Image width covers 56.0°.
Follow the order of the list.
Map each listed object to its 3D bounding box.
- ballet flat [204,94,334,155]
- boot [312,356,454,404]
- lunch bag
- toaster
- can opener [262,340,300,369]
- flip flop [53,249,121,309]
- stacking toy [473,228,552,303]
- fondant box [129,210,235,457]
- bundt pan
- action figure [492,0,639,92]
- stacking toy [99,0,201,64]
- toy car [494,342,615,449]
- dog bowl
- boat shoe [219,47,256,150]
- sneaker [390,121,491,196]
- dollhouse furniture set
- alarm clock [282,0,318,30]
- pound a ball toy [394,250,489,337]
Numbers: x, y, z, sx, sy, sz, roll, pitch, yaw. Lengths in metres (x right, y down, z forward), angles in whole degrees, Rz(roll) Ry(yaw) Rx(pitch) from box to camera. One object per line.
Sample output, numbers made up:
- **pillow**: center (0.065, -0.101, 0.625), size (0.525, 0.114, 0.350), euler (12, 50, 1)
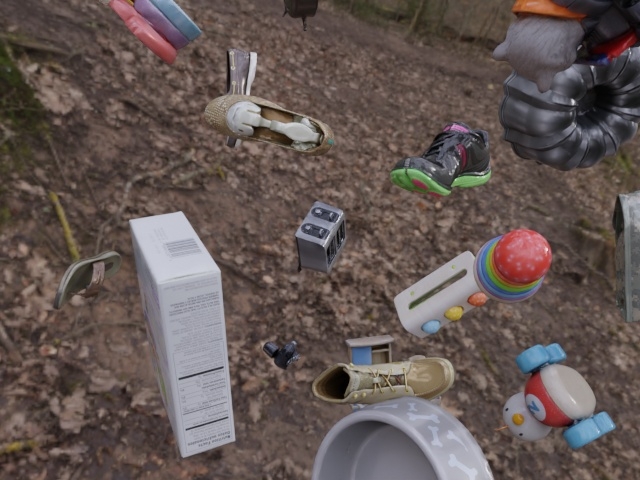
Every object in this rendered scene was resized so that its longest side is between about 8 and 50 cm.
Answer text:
- **ballet flat**: center (-0.077, -0.180, 0.920), size (0.206, 0.073, 0.067), euler (11, 6, -3)
- **boot**: center (0.135, 0.303, 1.301), size (0.262, 0.095, 0.203), euler (-18, -24, 35)
- **lunch bag**: center (0.758, 0.022, 1.281), size (0.235, 0.286, 0.169), euler (-2, 10, 18)
- **toaster**: center (0.000, 0.000, 1.918), size (0.110, 0.185, 0.168), euler (16, 51, 19)
- **can opener**: center (-0.072, 0.238, 1.296), size (0.073, 0.059, 0.186), euler (47, -2, 11)
- **flip flop**: center (-0.605, 0.105, 1.604), size (0.080, 0.112, 0.277), euler (27, 20, 8)
- **stacking toy**: center (0.352, 0.036, 1.092), size (0.141, 0.141, 0.330), euler (19, -4, 15)
- **fondant box**: center (-0.230, 0.148, 1.000), size (0.096, 0.330, 0.238), euler (-11, 29, -23)
- **bundt pan**: center (0.546, -0.286, 1.247), size (0.331, 0.330, 0.124), euler (7, 29, -22)
- **action figure**: center (0.284, -0.310, 0.613), size (0.179, 0.330, 0.341), euler (29, 7, -12)
- **stacking toy**: center (-0.358, -0.494, 1.108), size (0.309, 0.130, 0.279), euler (48, 6, 25)
- **toy car**: center (0.489, 0.390, 1.374), size (0.210, 0.238, 0.219), euler (9, 44, -50)
- **dog bowl**: center (0.123, 0.444, 1.028), size (0.102, 0.348, 0.349), euler (9, 15, -46)
- **boat shoe**: center (-0.276, -0.452, 1.930), size (0.097, 0.324, 0.116), euler (10, -2, -16)
- **sneaker**: center (0.357, -0.246, 1.766), size (0.185, 0.202, 0.483), euler (16, 21, 32)
- **dollhouse furniture set**: center (0.226, 0.395, 1.648), size (0.287, 0.198, 0.303), euler (-5, 8, -15)
- **alarm clock**: center (-0.045, -0.548, 1.254), size (0.064, 0.192, 0.129), euler (-7, 56, -15)
- **pound a ball toy**: center (0.406, 0.170, 1.733), size (0.208, 0.319, 0.135), euler (32, 32, -43)
